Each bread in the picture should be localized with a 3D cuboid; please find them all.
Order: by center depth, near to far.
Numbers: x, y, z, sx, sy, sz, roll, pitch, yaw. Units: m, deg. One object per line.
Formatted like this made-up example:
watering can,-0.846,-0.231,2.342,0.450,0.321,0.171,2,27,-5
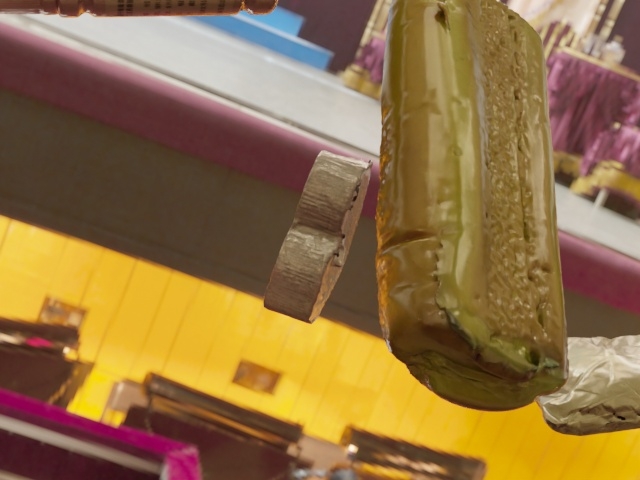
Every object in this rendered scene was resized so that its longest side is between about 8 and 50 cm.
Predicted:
bread,0.113,-0.044,0.919,0.166,0.384,0.112,23,-36,-32

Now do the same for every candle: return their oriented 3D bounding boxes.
candle,0.000,0.000,1.253,0.068,0.192,0.168,21,-9,6

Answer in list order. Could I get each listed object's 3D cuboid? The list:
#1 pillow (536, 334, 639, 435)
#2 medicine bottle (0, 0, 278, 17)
pillow,0.424,0.182,1.555,0.280,0.076,0.274,-6,15,2
medicine bottle,-0.164,-0.264,0.998,0.249,0.133,0.133,-3,16,-11
